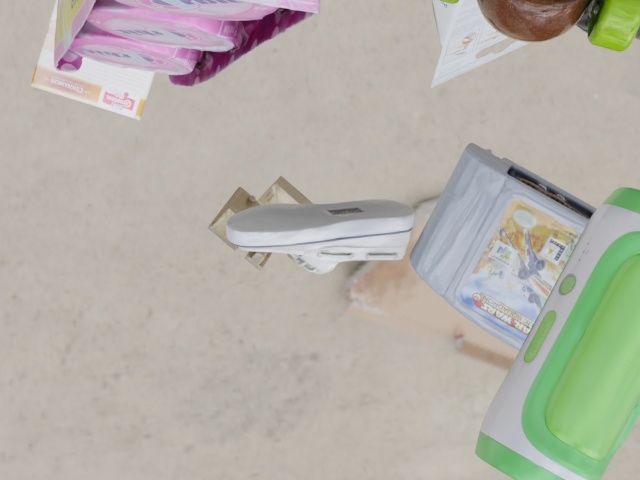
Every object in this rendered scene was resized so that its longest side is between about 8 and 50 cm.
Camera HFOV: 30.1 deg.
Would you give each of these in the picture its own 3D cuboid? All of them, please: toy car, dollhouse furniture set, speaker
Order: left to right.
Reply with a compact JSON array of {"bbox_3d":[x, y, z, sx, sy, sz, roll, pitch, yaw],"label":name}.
[{"bbox_3d":[-0.059,-0.047,1.851,0.144,0.123,0.151,41,127,-7],"label":"dollhouse furniture set"},{"bbox_3d":[0.161,-0.216,0.782,0.155,0.149,0.188,16,179,1],"label":"toy car"},{"bbox_3d":[0.266,0.102,1.149,0.131,0.131,0.297,31,86,-38],"label":"speaker"}]

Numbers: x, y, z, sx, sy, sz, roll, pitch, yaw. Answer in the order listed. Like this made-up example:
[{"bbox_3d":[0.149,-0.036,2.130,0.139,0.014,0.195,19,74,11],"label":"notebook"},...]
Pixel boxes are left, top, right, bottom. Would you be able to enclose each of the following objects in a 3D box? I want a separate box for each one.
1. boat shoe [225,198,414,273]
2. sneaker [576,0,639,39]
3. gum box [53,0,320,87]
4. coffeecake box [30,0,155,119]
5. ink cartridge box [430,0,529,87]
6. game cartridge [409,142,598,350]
[{"bbox_3d":[0.000,0.000,1.602,0.267,0.096,0.088,-7,115,-27],"label":"boat shoe"},{"bbox_3d":[0.325,-0.258,1.301,0.078,0.188,0.067,28,96,-26],"label":"sneaker"},{"bbox_3d":[-0.051,-0.118,0.407,0.062,0.107,0.188,5,179,-17],"label":"gum box"},{"bbox_3d":[-0.269,-0.263,1.497,0.142,0.068,0.186,17,99,-14],"label":"coffeecake box"},{"bbox_3d":[0.194,-0.270,1.212,0.189,0.066,0.232,-26,164,-17],"label":"ink cartridge box"},{"bbox_3d":[0.262,0.037,1.406,0.297,0.062,0.198,30,117,9],"label":"game cartridge"}]
